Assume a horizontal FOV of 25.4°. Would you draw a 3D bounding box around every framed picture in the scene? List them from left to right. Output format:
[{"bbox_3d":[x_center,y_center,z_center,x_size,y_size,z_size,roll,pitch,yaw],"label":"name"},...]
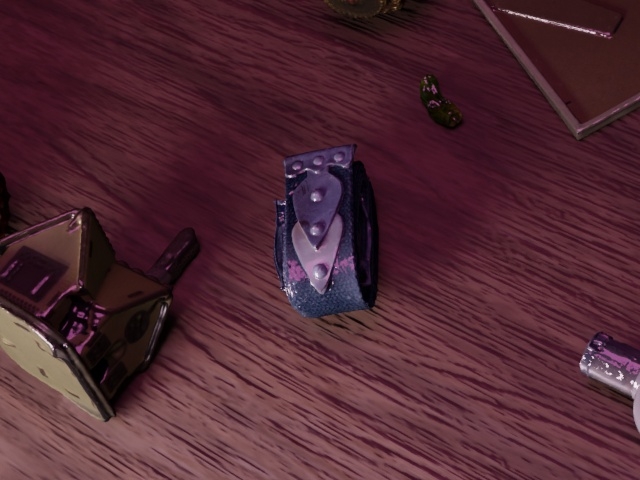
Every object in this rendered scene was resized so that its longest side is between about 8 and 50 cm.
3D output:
[{"bbox_3d":[0.363,-0.300,1.888,0.241,0.020,0.324,-30,55,-2],"label":"framed picture"}]

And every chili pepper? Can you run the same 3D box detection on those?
[{"bbox_3d":[0.157,-0.181,1.879,0.030,0.034,0.091,-9,49,-28],"label":"chili pepper"}]

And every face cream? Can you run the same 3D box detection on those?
[{"bbox_3d":[0.420,0.184,1.539,0.291,0.071,0.144,25,64,28],"label":"face cream"}]

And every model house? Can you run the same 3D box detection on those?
[{"bbox_3d":[-0.275,0.042,1.770,0.205,0.218,0.278,27,66,28],"label":"model house"}]

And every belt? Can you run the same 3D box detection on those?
[{"bbox_3d":[0.001,0.000,1.757,0.129,0.122,0.218,-11,50,13],"label":"belt"}]

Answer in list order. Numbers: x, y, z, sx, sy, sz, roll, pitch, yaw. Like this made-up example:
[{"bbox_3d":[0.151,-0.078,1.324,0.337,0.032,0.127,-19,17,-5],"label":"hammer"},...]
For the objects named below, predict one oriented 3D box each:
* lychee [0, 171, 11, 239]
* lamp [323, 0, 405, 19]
[{"bbox_3d":[-0.540,-0.028,1.872,0.261,0.260,0.260,-8,57,13],"label":"lychee"},{"bbox_3d":[0.082,-0.443,1.974,0.177,0.177,0.274,10,63,23],"label":"lamp"}]
